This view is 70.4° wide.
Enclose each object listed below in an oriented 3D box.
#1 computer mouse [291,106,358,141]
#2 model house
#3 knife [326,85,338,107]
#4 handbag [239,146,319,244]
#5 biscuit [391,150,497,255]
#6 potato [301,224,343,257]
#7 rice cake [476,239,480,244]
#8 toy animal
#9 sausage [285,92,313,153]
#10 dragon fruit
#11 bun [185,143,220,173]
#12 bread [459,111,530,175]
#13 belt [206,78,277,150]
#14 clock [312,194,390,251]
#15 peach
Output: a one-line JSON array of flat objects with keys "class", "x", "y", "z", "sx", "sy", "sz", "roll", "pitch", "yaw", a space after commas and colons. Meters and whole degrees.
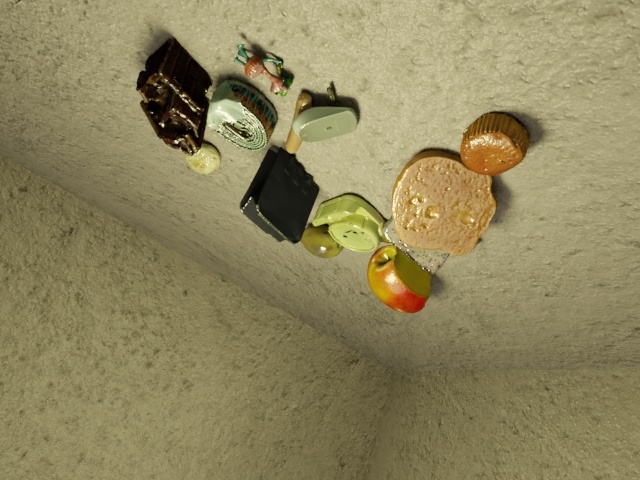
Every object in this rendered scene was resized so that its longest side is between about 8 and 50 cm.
[{"class": "computer mouse", "x": 0.015, "y": -0.406, "z": 1.548, "sx": 0.230, "sy": 0.079, "sz": 0.128, "roll": -10, "pitch": 158, "yaw": 6}, {"class": "model house", "x": -0.551, "y": -0.522, "z": 1.622, "sx": 0.296, "sy": 0.318, "sz": 0.283, "roll": 10, "pitch": 157, "yaw": -2}, {"class": "knife", "x": 0.044, "y": -0.447, "z": 1.557, "sx": 0.045, "sy": 0.021, "sz": 0.222, "roll": 7, "pitch": 154, "yaw": 19}, {"class": "handbag", "x": -0.158, "y": -0.183, "z": 1.883, "sx": 0.121, "sy": 0.330, "sz": 0.303, "roll": 3, "pitch": 152, "yaw": 38}, {"class": "biscuit", "x": 0.436, "y": -0.131, "z": 1.635, "sx": 0.364, "sy": 0.062, "sz": 0.386, "roll": 14, "pitch": 125, "yaw": 8}, {"class": "potato", "x": 0.000, "y": 0.000, "z": 2.256, "sx": 0.251, "sy": 0.159, "sz": 0.174, "roll": 16, "pitch": -178, "yaw": 42}, {"class": "rice cake", "x": 0.561, "y": 0.000, "z": 1.919, "sx": 0.206, "sy": 0.069, "sz": 0.063, "roll": 7, "pitch": 149, "yaw": 33}, {"class": "toy animal", "x": -0.182, "y": -0.561, "z": 1.478, "sx": 0.208, "sy": 0.100, "sz": 0.103, "roll": 33, "pitch": 113, "yaw": -12}, {"class": "sausage", "x": -0.078, "y": -0.424, "z": 1.658, "sx": 0.065, "sy": 0.066, "sz": 0.301, "roll": 24, "pitch": 155, "yaw": -2}, {"class": "dragon fruit", "x": 0.412, "y": -0.033, "z": 1.845, "sx": 0.282, "sy": 0.221, "sz": 0.204, "roll": 37, "pitch": -162, "yaw": 1}, {"class": "bun", "x": -0.543, "y": -0.371, "z": 2.075, "sx": 0.188, "sy": 0.111, "sz": 0.164, "roll": 4, "pitch": 145, "yaw": 40}, {"class": "bread", "x": 0.525, "y": -0.283, "z": 1.380, "sx": 0.199, "sy": 0.104, "sz": 0.199, "roll": 20, "pitch": 153, "yaw": 11}, {"class": "belt", "x": -0.287, "y": -0.457, "z": 1.667, "sx": 0.257, "sy": 0.150, "sz": 0.207, "roll": 35, "pitch": 143, "yaw": -24}, {"class": "clock", "x": 0.162, "y": -0.057, "z": 2.081, "sx": 0.348, "sy": 0.117, "sz": 0.286, "roll": 36, "pitch": 151, "yaw": -24}, {"class": "peach", "x": 0.392, "y": 0.226, "z": 2.288, "sx": 0.380, "sy": 0.243, "sz": 0.306, "roll": 37, "pitch": 146, "yaw": -25}]
